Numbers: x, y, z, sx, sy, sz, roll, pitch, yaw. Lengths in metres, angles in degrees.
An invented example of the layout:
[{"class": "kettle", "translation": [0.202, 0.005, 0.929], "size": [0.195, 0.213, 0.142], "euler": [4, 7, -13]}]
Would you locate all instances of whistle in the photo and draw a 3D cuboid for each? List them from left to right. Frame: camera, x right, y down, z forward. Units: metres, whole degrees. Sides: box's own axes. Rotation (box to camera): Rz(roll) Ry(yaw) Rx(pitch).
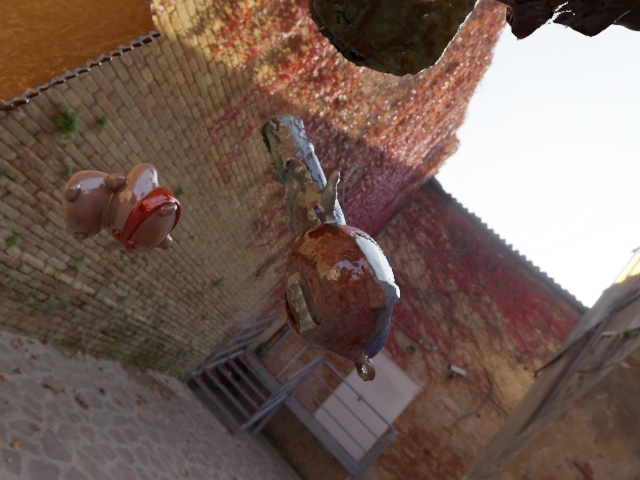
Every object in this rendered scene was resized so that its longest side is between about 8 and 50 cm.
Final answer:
[{"class": "whistle", "translation": [-0.001, 0.000, 0.554], "size": [0.142, 0.133, 0.347], "euler": [106, -34, -68]}]

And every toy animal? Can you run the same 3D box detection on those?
[{"class": "toy animal", "translation": [-0.362, -0.058, 0.841], "size": [0.197, 0.172, 0.171], "euler": [11, -2, -21]}]

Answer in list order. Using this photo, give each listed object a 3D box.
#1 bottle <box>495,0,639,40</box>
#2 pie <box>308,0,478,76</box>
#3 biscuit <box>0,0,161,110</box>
[{"class": "bottle", "translation": [0.185, -0.245, 0.374], "size": [0.271, 0.143, 0.156], "euler": [20, 21, -4]}, {"class": "pie", "translation": [0.188, -0.608, 1.096], "size": [0.417, 0.396, 0.180], "euler": [18, 20, -15]}, {"class": "biscuit", "translation": [-0.293, -0.227, 0.432], "size": [0.236, 0.232, 0.013], "euler": [35, -36, 8]}]
